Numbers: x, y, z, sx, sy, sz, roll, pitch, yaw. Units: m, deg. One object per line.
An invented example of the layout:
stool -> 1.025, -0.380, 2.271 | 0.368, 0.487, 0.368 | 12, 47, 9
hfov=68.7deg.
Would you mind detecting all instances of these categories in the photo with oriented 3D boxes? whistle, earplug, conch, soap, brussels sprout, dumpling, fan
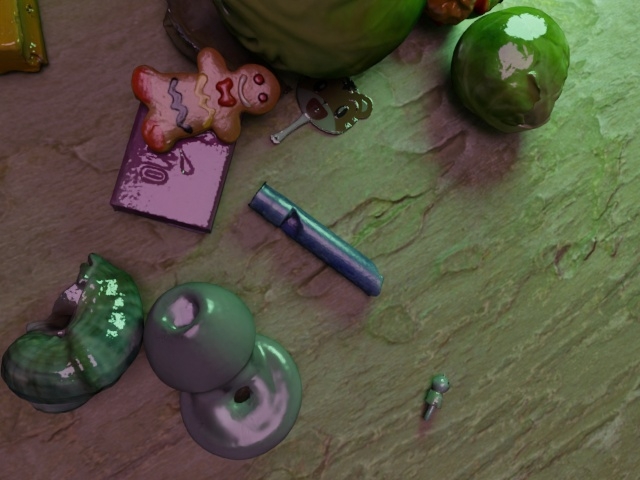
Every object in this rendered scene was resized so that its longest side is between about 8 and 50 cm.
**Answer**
whistle -> 0.000, 0.000, 0.906 | 0.304, 0.062, 0.062 | 37, 79, -6
earplug -> -0.166, 0.215, 0.793 | 0.214, 0.175, 0.325 | -36, 104, -17
whistle -> 0.230, 0.312, 0.935 | 0.035, 0.035, 0.100 | 27, 82, -8
conch -> -0.398, 0.168, 0.758 | 0.196, 0.220, 0.277 | 6, 109, -46
soap -> -0.256, -0.155, 0.859 | 0.181, 0.081, 0.259 | 16, 82, -10
soap -> -0.616, -0.454, 0.808 | 0.205, 0.096, 0.324 | -10, 86, -12
brussels sprout -> 0.383, -0.342, 0.950 | 0.245, 0.244, 0.243 | 1, 84, -11
brussels sprout -> 0.032, -0.492, 0.819 | 0.361, 0.342, 0.424 | 25, 80, -21
dumpling -> -0.214, -0.372, 0.888 | 0.332, 0.086, 0.166 | 46, 46, -4
fan -> -0.009, -0.265, 0.957 | 0.227, 0.008, 0.152 | -40, 94, -13

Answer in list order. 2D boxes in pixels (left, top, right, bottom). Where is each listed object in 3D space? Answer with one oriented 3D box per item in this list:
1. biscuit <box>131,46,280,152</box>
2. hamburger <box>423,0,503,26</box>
biscuit -> -0.190, -0.247, 0.807 | 0.250, 0.036, 0.165 | -14, 101, -14
hamburger -> 0.259, -0.537, 0.925 | 0.149, 0.237, 0.236 | -26, 90, -21
